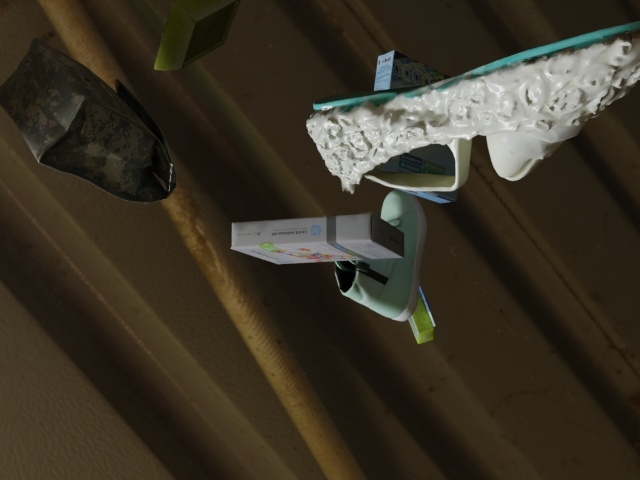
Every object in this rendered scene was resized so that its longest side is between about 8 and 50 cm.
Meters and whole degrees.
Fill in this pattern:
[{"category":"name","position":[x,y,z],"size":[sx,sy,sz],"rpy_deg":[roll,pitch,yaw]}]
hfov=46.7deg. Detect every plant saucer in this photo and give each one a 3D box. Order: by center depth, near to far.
[{"category":"plant saucer","position":[-0.231,-0.421,1.459],"size":[0.045,0.188,0.188],"rpy_deg":[44,-126,4]}]

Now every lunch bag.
[{"category":"lunch bag","position":[-0.405,-0.206,1.366],"size":[0.169,0.235,0.287],"rpy_deg":[-49,-35,8]}]

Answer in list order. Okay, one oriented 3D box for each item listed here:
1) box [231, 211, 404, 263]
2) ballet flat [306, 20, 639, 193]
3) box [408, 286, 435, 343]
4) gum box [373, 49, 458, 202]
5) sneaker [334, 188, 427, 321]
[{"category":"box","position":[0.000,0.000,0.954],"size":[0.186,0.145,0.038],"rpy_deg":[-2,-100,21]},{"category":"ballet flat","position":[0.162,-0.124,0.791],"size":[0.147,0.408,0.147],"rpy_deg":[5,-97,-46]},{"category":"box","position":[0.212,0.158,1.608],"size":[0.042,0.178,0.109],"rpy_deg":[-20,-108,1]},{"category":"gum box","position":[0.143,-0.163,1.087],"size":[0.156,0.041,0.185],"rpy_deg":[14,-101,-34]},{"category":"sneaker","position":[0.097,-0.002,1.267],"size":[0.151,0.094,0.256],"rpy_deg":[23,-126,-26]}]
